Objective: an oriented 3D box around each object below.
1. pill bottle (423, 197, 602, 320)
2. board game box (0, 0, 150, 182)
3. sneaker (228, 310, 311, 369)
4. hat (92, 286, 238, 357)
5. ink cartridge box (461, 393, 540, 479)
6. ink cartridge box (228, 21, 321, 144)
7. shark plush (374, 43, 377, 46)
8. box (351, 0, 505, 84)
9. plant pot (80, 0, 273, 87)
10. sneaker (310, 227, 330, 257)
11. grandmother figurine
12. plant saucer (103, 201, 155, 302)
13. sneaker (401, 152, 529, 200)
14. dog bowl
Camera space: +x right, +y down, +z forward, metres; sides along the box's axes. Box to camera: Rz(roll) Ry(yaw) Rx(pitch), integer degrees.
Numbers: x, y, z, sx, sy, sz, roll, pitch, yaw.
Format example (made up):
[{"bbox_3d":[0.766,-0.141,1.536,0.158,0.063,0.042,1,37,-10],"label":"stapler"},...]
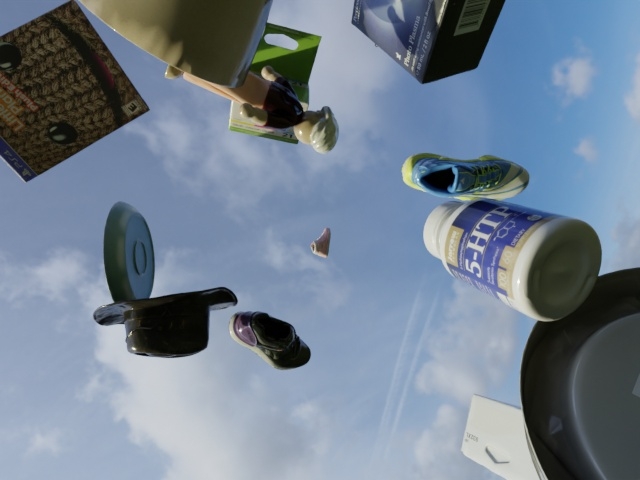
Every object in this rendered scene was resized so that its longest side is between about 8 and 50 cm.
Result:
[{"bbox_3d":[0.211,0.009,0.497,0.112,0.187,0.111,-6,-74,-20],"label":"pill bottle"},{"bbox_3d":[-0.551,-0.304,0.852,0.291,0.141,0.232,-36,-57,-9],"label":"board game box"},{"bbox_3d":[-0.104,0.276,1.121,0.283,0.124,0.107,37,-129,-36],"label":"sneaker"},{"bbox_3d":[-0.358,0.216,1.000,0.332,0.133,0.331,-12,-19,-4],"label":"hat"},{"bbox_3d":[0.476,0.416,0.808,0.308,0.223,0.128,19,-103,-13],"label":"ink cartridge box"},{"bbox_3d":[-0.117,-0.382,1.022,0.189,0.096,0.255,9,-38,-12],"label":"ink cartridge box"},{"bbox_3d":[0.189,-0.643,1.197,0.161,0.073,0.067,-53,3,7],"label":"shark plush"},{"bbox_3d":[0.229,-0.555,0.890,0.183,0.294,0.296,-22,-31,-21],"label":"box"},{"bbox_3d":[-0.150,-0.397,0.545,0.257,0.256,0.274,6,-50,-48],"label":"plant pot"},{"bbox_3d":[0.000,0.000,1.648,0.051,0.070,0.134,122,159,-57],"label":"sneaker"},{"bbox_3d":[-0.112,-0.282,0.824,0.343,0.104,0.207,27,-128,-18],"label":"grandmother figurine"},{"bbox_3d":[-0.515,0.049,1.148,0.044,0.317,0.317,-4,-59,-6],"label":"plant saucer"},{"bbox_3d":[0.273,-0.105,0.759,0.126,0.240,0.091,-81,-6,-68],"label":"sneaker"},{"bbox_3d":[0.380,0.197,0.417,0.349,0.349,0.102,-43,-33,-20],"label":"dog bowl"}]
